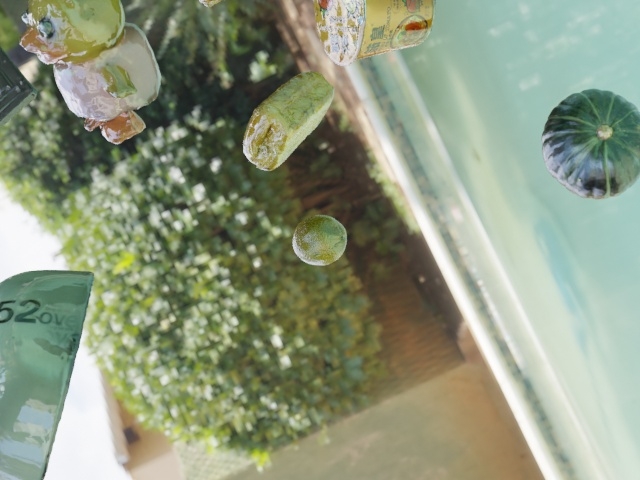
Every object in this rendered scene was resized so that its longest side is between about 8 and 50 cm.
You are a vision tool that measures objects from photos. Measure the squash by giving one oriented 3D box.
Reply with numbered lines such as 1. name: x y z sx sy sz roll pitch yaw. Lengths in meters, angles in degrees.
1. squash: 0.533 -0.185 2.138 0.172 0.218 0.218 110 138 -67

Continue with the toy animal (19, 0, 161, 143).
1. toy animal: -0.352 -0.297 1.690 0.195 0.169 0.281 30 160 43

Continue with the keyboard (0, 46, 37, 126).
1. keyboard: -0.352 -0.176 1.155 0.204 0.061 0.013 45 176 44

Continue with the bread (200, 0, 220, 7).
1. bread: -0.215 -0.523 1.752 0.294 0.132 0.167 62 -159 14

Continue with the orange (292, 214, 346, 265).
1. orange: 0.000 0.000 1.829 0.085 0.095 0.085 9 -102 -46

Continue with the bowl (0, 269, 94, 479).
1. bowl: -0.470 0.197 1.658 0.354 0.185 0.353 -165 90 -78

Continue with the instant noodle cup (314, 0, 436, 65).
1. instant noodle cup: 0.106 -0.447 2.105 0.216 0.172 0.215 170 90 -66

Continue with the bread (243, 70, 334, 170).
1. bread: -0.053 -0.204 1.838 0.083 0.114 0.211 32 -144 8
